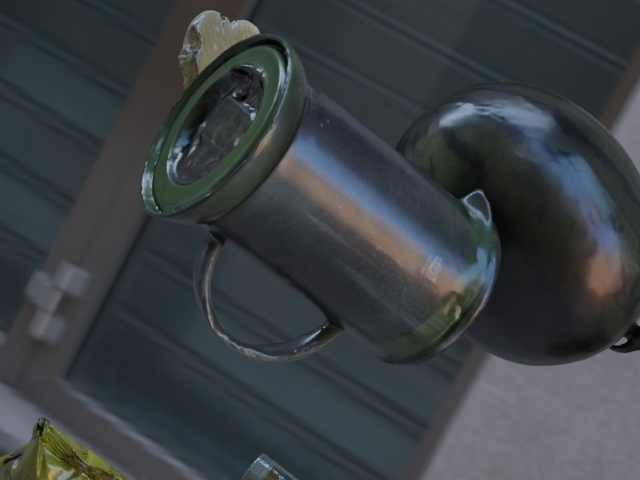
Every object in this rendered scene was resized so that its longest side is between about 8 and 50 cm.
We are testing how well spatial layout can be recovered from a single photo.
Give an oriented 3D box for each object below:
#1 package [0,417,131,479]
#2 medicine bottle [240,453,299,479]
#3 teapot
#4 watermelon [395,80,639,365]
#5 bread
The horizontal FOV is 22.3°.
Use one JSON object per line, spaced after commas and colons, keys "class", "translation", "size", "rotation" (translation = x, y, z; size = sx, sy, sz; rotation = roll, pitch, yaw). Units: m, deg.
{"class": "package", "translation": [-0.278, 0.268, 1.689], "size": [0.168, 0.090, 0.226], "rotation": [40, -38, -15]}
{"class": "medicine bottle", "translation": [-0.043, 0.271, 1.743], "size": [0.083, 0.047, 0.047], "rotation": [37, 10, 10]}
{"class": "teapot", "translation": [0.000, 0.000, 1.558], "size": [0.337, 0.270, 0.200], "rotation": [36, 1, -30]}
{"class": "watermelon", "translation": [0.236, -0.009, 1.826], "size": [0.359, 0.279, 0.279], "rotation": [53, 3, -13]}
{"class": "bread", "translation": [-0.118, -0.177, 2.193], "size": [0.039, 0.251, 0.182], "rotation": [-6, -9, 39]}
